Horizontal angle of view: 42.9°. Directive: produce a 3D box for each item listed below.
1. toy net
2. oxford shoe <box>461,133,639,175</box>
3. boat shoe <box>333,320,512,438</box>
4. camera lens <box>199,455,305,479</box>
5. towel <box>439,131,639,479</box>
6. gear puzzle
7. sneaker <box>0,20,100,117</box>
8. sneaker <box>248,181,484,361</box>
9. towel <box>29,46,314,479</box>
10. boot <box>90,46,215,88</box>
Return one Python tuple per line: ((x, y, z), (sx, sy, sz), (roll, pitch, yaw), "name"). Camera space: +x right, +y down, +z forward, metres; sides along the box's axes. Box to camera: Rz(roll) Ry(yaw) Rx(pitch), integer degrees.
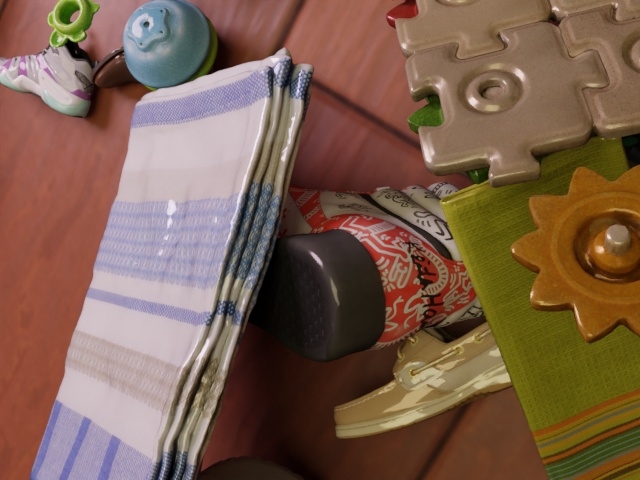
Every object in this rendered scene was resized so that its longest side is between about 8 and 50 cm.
((-0.104, -0.227, 0.586), (0.122, 0.045, 0.232), (21, 86, 20), "toy net")
((0.170, -0.030, 0.487), (0.227, 0.083, 0.096), (32, 128, 15), "oxford shoe")
((0.081, 0.078, 0.528), (0.170, 0.063, 0.059), (-25, 80, 12), "boat shoe")
((-0.106, 0.296, 0.523), (0.274, 0.219, 0.219), (-40, 77, 19), "camera lens")
((0.154, 0.063, 0.450), (0.102, 0.021, 0.237), (-25, 107, 0), "towel")
((0.128, -0.097, 0.422), (0.175, 0.044, 0.339), (-12, 55, 9), "gear puzzle")
((-0.219, -0.147, 0.657), (0.098, 0.038, 0.069), (25, 99, 10), "sneaker")
((0.000, 0.001, 0.542), (0.270, 0.145, 0.090), (22, 118, 56), "sneaker")
((-0.103, 0.031, 0.494), (0.209, 0.034, 0.285), (3, 75, 54), "towel")
((-0.116, -0.095, 0.617), (0.106, 0.037, 0.114), (-20, 89, 24), "boot")
